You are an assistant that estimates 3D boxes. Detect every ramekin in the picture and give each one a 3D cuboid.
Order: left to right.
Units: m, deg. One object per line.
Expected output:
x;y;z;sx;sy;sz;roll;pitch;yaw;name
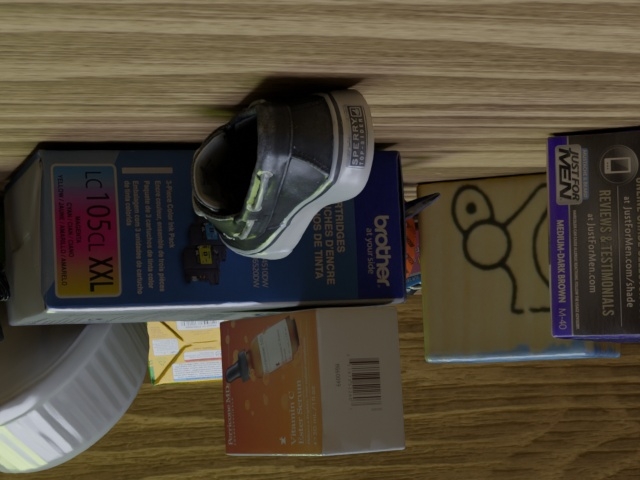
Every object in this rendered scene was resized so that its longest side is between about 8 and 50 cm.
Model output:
-0.305;0.125;1.806;0.272;0.273;0.127;-6;135;35;ramekin

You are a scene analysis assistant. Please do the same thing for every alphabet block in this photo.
0.223;0.035;1.884;0.192;0.197;0.193;-3;175;18;alphabet block

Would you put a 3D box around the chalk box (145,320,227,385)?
-0.136;0.046;1.957;0.132;0.213;0.132;-3;130;-1;chalk box

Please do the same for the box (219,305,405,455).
-0.010;0.130;1.549;0.091;0.130;0.170;0;173;-34;box

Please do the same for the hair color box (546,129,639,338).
0.304;0.006;1.644;0.110;0.185;0.339;-2;175;18;hair color box

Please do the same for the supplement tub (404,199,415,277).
0.000;0.000;1.836;0.190;0.117;0.117;-2;175;-15;supplement tub

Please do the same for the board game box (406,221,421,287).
-0.003;0.061;2.173;0.316;0.064;0.242;-22;-177;-14;board game box

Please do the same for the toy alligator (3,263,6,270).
-0.282;-0.010;1.726;0.051;0.056;0.190;-42;-177;35;toy alligator

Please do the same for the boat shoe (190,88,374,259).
-0.054;-0.049;1.322;0.102;0.108;0.301;-1;172;-18;boat shoe

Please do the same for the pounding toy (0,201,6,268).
-0.413;0.015;1.786;0.183;0.110;0.237;-35;-158;20;pounding toy

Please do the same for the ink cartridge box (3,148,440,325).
-0.087;0.001;1.608;0.395;0.151;0.270;1;175;-18;ink cartridge box

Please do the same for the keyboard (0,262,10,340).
-0.342;0.022;1.607;0.108;0.180;0.023;11;-142;26;keyboard

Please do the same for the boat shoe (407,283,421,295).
0.125;0.032;2.398;0.114;0.091;0.302;2;174;-40;boat shoe
